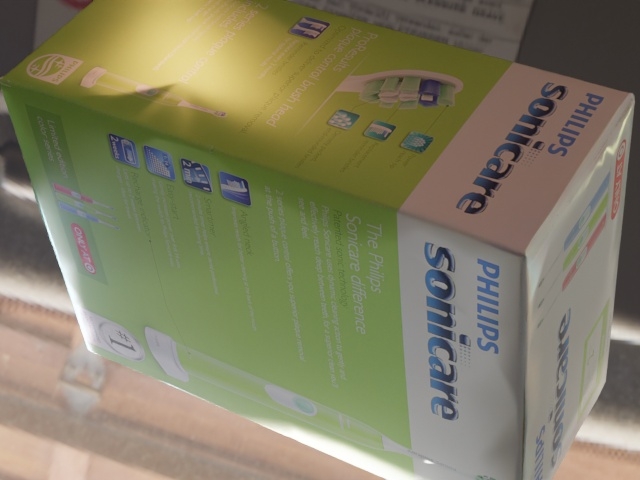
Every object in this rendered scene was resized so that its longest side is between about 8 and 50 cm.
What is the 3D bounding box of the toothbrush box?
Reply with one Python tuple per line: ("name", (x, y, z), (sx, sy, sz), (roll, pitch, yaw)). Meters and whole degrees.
("toothbrush box", (0.000, 0.000, 0.653), (0.283, 0.122, 0.206), (20, -40, 26))
